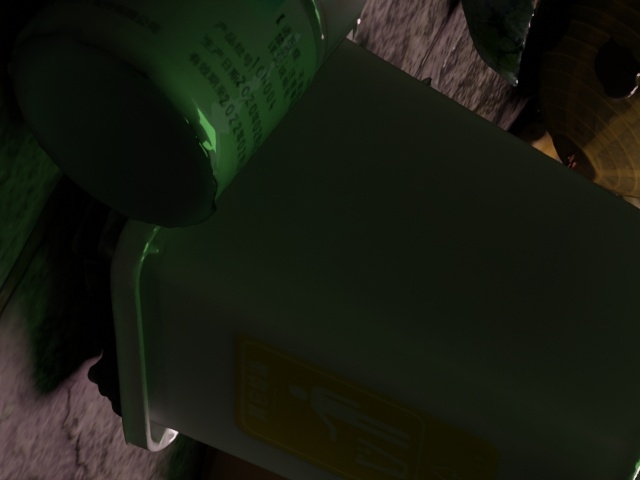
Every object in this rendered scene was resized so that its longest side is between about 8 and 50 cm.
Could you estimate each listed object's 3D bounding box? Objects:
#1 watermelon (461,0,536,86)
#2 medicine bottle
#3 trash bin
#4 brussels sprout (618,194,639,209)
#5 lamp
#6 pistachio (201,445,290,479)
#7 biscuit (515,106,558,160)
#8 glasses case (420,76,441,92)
[{"bbox_3d":[0.164,-0.236,1.629,0.139,0.071,0.187,-55,158,-60],"label":"watermelon"},{"bbox_3d":[-0.065,-0.109,1.000,0.168,0.135,0.135,-51,160,-33],"label":"medicine bottle"},{"bbox_3d":[0.066,0.030,1.194,0.296,0.367,0.256,-53,160,-33],"label":"trash bin"},{"bbox_3d":[0.524,-0.222,2.275,0.425,0.342,0.361,-25,119,-5],"label":"brussels sprout"},{"bbox_3d":[0.322,-0.145,1.959,0.284,0.250,0.250,-44,160,-10],"label":"lamp"},{"bbox_3d":[-0.009,0.211,1.598,0.293,0.181,0.162,100,-16,-50],"label":"pistachio"},{"bbox_3d":[0.184,-0.044,2.007,0.299,0.045,0.154,-38,151,-55],"label":"biscuit"},{"bbox_3d":[0.000,-0.001,1.455,0.308,0.083,0.128,-53,155,-32],"label":"glasses case"}]
